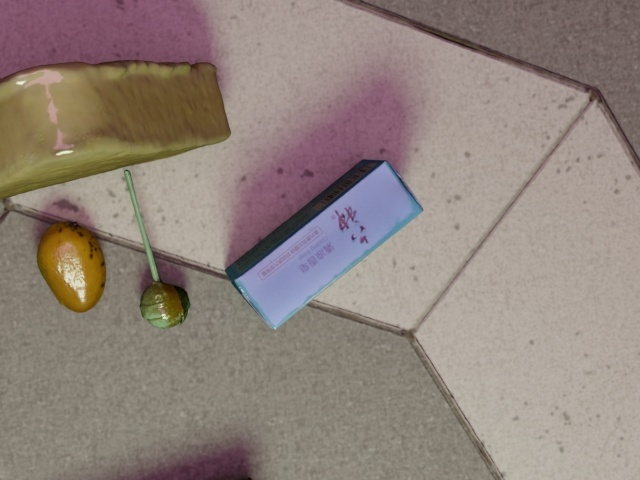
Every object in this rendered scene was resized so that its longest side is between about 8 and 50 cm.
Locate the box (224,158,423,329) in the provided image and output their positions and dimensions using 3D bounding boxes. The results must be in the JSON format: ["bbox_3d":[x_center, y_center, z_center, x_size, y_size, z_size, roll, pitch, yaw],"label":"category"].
[{"bbox_3d":[0.000,0.000,1.503,0.232,0.142,0.083,-40,100,-5],"label":"box"}]

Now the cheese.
[{"bbox_3d":[-0.278,-0.120,1.345,0.384,0.384,0.104,-15,92,-8],"label":"cheese"}]

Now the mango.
[{"bbox_3d":[-0.300,0.032,1.500,0.079,0.057,0.114,-15,100,-15],"label":"mango"}]

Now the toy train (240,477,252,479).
[{"bbox_3d":[-0.182,0.421,1.520,0.300,0.131,0.202,-16,90,-8],"label":"toy train"}]

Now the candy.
[{"bbox_3d":[-0.208,0.011,1.507,0.061,0.061,0.202,-15,101,-8],"label":"candy"}]
